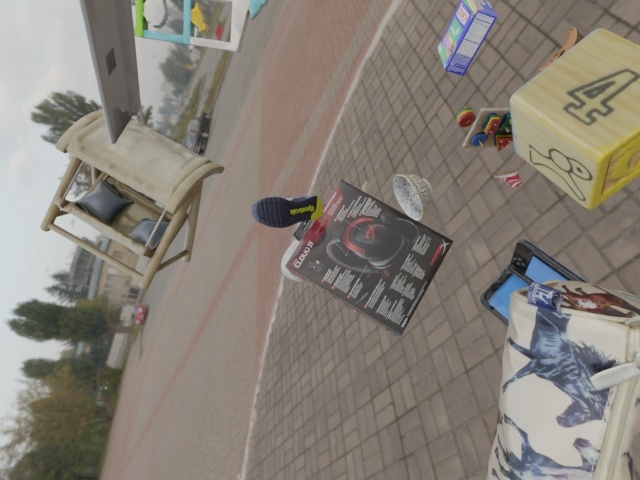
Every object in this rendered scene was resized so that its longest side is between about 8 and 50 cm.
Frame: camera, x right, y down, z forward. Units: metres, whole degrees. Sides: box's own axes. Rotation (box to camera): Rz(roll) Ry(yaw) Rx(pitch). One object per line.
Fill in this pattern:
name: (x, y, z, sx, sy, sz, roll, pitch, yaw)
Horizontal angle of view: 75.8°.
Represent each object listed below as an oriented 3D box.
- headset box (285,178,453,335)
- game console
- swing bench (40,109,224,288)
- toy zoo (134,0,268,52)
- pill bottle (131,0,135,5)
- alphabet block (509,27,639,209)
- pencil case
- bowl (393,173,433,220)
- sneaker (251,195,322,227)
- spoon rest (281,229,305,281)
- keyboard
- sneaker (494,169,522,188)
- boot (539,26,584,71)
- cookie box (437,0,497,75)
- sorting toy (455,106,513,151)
headset box: (0.084, 0.029, 0.854, 0.218, 0.293, 0.110, -59, -9, -10)
game console: (0.686, 0.186, 1.312, 0.173, 0.250, 0.293, -37, 56, -11)
swing bench: (-0.370, -0.090, 0.815, 0.254, 0.253, 0.165, -64, -5, 22)
toy zoo: (-0.243, -0.463, 0.753, 0.030, 0.293, 0.192, -88, 5, -71)
pill bottle: (-0.491, -0.632, 0.976, 0.124, 0.222, 0.124, 17, -90, -73)
alphabet block: (0.486, -0.209, 0.729, 0.193, 0.192, 0.197, -39, 56, 9)
pencil case: (0.287, 0.254, 0.484, 0.183, 0.160, 0.410, -11, -72, -80)
bowl: (0.325, -0.161, 1.389, 0.170, 0.080, 0.170, 59, 169, 19)
sneaker: (-0.063, -0.051, 0.712, 0.059, 0.144, 0.053, 7, 100, 45)
spoon rest: (0.000, 0.000, 1.065, 0.276, 0.137, 0.084, -53, 40, 22)
keyboard: (-0.227, -0.203, 0.450, 0.072, 0.014, 0.256, -67, 8, -28)
sneaker: (0.709, -0.229, 1.554, 0.042, 0.067, 0.118, -36, 12, -6)
boot: (0.822, -0.632, 1.402, 0.152, 0.073, 0.197, -39, 22, 40)
cookie box: (0.253, -0.363, 0.721, 0.107, 0.040, 0.091, 114, 164, -47)
sorting toy: (0.492, -0.300, 1.137, 0.132, 0.275, 0.046, 101, 160, -55)
